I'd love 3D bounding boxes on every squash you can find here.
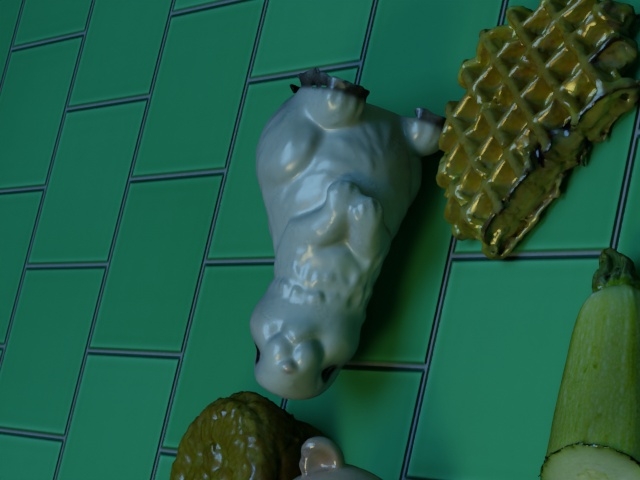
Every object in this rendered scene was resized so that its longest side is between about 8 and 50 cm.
[{"bbox_3d":[0.271,0.124,1.796,0.137,0.137,0.287,-20,56,49],"label":"squash"}]

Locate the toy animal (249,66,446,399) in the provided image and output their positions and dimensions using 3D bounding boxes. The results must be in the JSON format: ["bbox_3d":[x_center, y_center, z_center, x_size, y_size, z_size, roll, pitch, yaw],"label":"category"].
[{"bbox_3d":[0.000,0.000,2.180,0.258,0.194,0.357,-172,99,-72],"label":"toy animal"}]

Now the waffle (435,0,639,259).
[{"bbox_3d":[0.221,-0.133,2.049,0.283,0.065,0.309,-7,69,54],"label":"waffle"}]

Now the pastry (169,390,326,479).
[{"bbox_3d":[-0.093,0.291,2.209,0.235,0.132,0.240,-17,59,49],"label":"pastry"}]

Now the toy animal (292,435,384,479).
[{"bbox_3d":[0.002,0.356,2.005,0.229,0.210,0.221,-50,-5,-23],"label":"toy animal"}]
